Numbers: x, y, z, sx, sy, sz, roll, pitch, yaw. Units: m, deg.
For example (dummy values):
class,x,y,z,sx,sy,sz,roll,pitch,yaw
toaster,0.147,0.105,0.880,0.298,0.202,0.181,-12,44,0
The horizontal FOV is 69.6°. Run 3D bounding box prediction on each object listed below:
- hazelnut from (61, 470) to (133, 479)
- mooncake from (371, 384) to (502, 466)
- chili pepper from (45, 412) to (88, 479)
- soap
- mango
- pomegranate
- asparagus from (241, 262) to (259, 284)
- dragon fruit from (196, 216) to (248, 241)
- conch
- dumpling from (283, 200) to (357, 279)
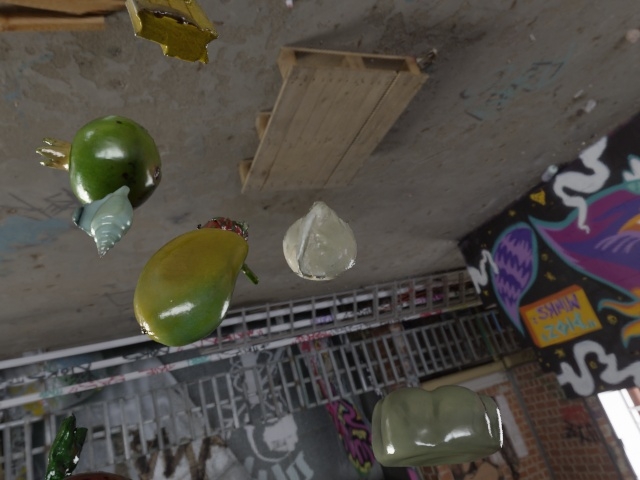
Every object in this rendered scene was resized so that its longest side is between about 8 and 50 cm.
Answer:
class,x,y,z,sx,sy,sz,roll,pitch,yaw
hazelnut,-0.512,0.630,1.019,0.252,0.217,0.217,-4,156,-35
mooncake,0.236,0.387,0.952,0.275,0.135,0.274,-1,146,-1
chili pepper,-0.706,0.594,1.280,0.061,0.224,0.098,-21,132,14
soap,-0.501,-0.732,1.522,0.260,0.281,0.143,6,133,-36
mango,-0.174,0.055,0.619,0.122,0.191,0.085,9,132,3
pomegranate,-0.680,-0.237,1.411,0.359,0.309,0.216,10,-171,-12
asparagus,-0.221,0.092,1.388,0.025,0.021,0.108,-41,123,-10
dragon fruit,-0.366,-0.005,1.707,0.182,0.182,0.189,4,-178,-44
conch,-0.365,-0.033,0.785,0.088,0.180,0.065,-14,133,2
dumpling,0.000,0.000,0.804,0.119,0.136,0.199,-7,180,17
